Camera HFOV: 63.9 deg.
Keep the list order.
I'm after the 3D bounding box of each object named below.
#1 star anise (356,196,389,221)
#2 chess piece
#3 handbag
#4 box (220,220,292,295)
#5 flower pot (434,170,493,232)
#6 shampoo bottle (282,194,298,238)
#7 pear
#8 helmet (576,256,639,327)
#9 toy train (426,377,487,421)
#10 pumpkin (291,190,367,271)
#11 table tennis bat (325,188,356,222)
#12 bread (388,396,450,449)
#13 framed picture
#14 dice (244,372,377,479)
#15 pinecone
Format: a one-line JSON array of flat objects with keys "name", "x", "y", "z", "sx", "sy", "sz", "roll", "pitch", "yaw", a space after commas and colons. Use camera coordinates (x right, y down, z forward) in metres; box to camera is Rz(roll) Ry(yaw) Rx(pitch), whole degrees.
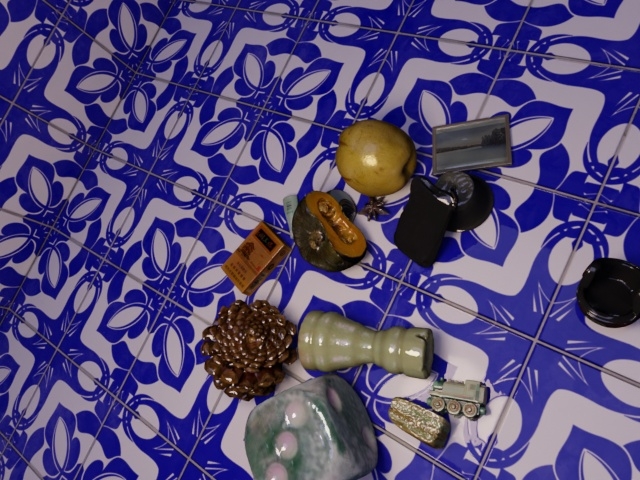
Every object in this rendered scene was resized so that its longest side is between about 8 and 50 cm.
[{"name": "star anise", "x": 0.219, "y": -0.126, "z": 2.015, "sx": 0.129, "sy": 0.056, "sz": 0.124, "roll": 30, "pitch": 87, "yaw": 31}, {"name": "chess piece", "x": 0.164, "y": 0.367, "z": 1.789, "sx": 0.441, "sy": 0.234, "sz": 0.234, "roll": 2, "pitch": 74, "yaw": 22}, {"name": "handbag", "x": 0.368, "y": -0.069, "z": 1.818, "sx": 0.191, "sy": 0.074, "sz": 0.333, "roll": 42, "pitch": 136, "yaw": 32}, {"name": "box", "x": -0.275, "y": 0.076, "z": 2.180, "sx": 0.274, "sy": 0.076, "sz": 0.174, "roll": -48, "pitch": 61, "yaw": 4}, {"name": "flower pot", "x": 0.491, "y": -0.159, "z": 1.842, "sx": 0.235, "sy": 0.148, "sz": 0.236, "roll": -8, "pitch": 71, "yaw": 24}, {"name": "shampoo bottle", "x": -0.121, "y": -0.099, "z": 2.183, "sx": 0.069, "sy": 0.041, "sz": 0.191, "roll": -14, "pitch": 68, "yaw": 16}, {"name": "pear", "x": 0.206, "y": -0.316, "z": 1.950, "sx": 0.314, "sy": 0.314, "sz": 0.315, "roll": -9, "pitch": 69, "yaw": 24}, {"name": "helmet", "x": 0.868, "y": 0.156, "z": 1.520, "sx": 0.189, "sy": 0.193, "sz": 0.216, "roll": 31, "pitch": 77, "yaw": 33}, {"name": "toy train", "x": 0.446, "y": 0.515, "z": 1.679, "sx": 0.193, "sy": 0.081, "sz": 0.125, "roll": 2, "pitch": 64, "yaw": 29}, {"name": "pumpkin", "x": 0.000, "y": 0.000, "z": 1.966, "sx": 0.325, "sy": 0.242, "sz": 0.232, "roll": 53, "pitch": 129, "yaw": 13}, {"name": "table tennis bat", "x": 0.085, "y": -0.085, "z": 2.090, "sx": 0.173, "sy": 0.022, "sz": 0.301, "roll": -42, "pitch": 58, "yaw": 10}, {"name": "bread", "x": 0.318, "y": 0.592, "z": 1.679, "sx": 0.196, "sy": 0.138, "sz": 0.102, "roll": 22, "pitch": 74, "yaw": 30}, {"name": "framed picture", "x": 0.567, "y": -0.359, "z": 1.943, "sx": 0.288, "sy": 0.016, "sz": 0.214, "roll": -5, "pitch": 69, "yaw": 25}, {"name": "dice", "x": -0.030, "y": 0.654, "z": 1.707, "sx": 0.327, "sy": 0.330, "sz": 0.348, "roll": -31, "pitch": 64, "yaw": 17}, {"name": "pinecone", "x": -0.272, "y": 0.432, "z": 1.932, "sx": 0.384, "sy": 0.384, "sz": 0.385, "roll": -9, "pitch": 69, "yaw": 24}]
